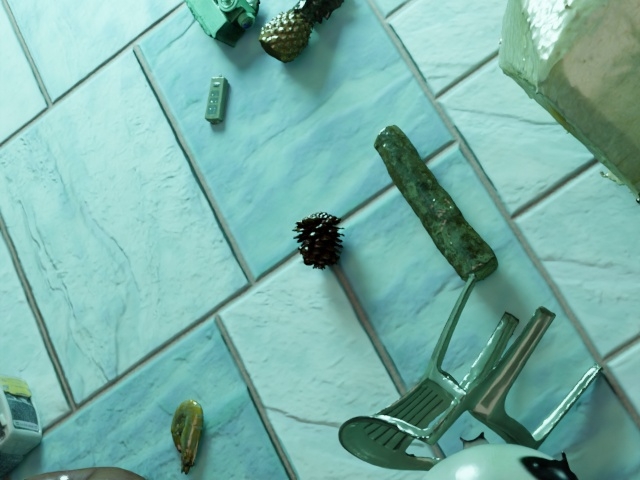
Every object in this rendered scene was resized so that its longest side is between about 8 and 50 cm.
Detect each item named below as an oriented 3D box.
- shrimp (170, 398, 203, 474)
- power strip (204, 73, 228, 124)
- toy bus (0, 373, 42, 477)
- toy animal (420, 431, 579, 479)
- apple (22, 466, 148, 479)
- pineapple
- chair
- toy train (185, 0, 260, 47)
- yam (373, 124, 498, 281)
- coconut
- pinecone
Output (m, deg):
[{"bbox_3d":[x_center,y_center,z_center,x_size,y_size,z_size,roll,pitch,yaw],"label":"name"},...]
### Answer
[{"bbox_3d":[-0.197,0.284,1.845,0.059,0.023,0.108,0,73,37],"label":"shrimp"},{"bbox_3d":[-0.163,-0.223,1.999,0.027,0.017,0.083,0,75,25],"label":"power strip"},{"bbox_3d":[-0.586,0.347,1.975,0.342,0.097,0.138,-38,63,12],"label":"toy bus"},{"bbox_3d":[0.219,0.378,1.430,0.251,0.251,0.310,-7,101,25],"label":"toy animal"},{"bbox_3d":[-0.334,0.433,1.705,0.305,0.306,0.235,-7,102,25],"label":"apple"},{"bbox_3d":[-0.024,-0.346,1.944,0.074,0.074,0.159,38,84,31],"label":"pineapple"},{"bbox_3d":[0.179,0.198,1.588,0.190,0.203,0.275,30,80,42],"label":"chair"},{"bbox_3d":[-0.166,-0.387,2.028,0.099,0.070,0.172,-45,58,19],"label":"toy train"},{"bbox_3d":[0.153,-0.054,1.759,0.061,0.061,0.274,-39,60,11],"label":"yam"},{"bbox_3d":[0.425,-0.245,1.500,0.404,0.404,0.404,-9,70,24],"label":"coconut"},{"bbox_3d":[0.000,0.000,1.809,0.077,0.077,0.083,-18,77,21],"label":"pinecone"}]
